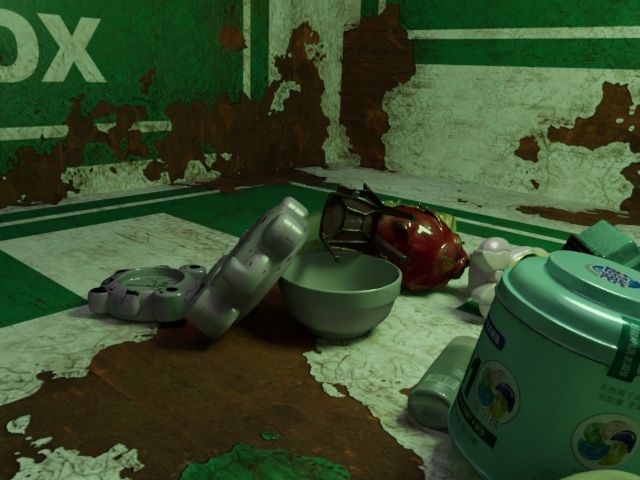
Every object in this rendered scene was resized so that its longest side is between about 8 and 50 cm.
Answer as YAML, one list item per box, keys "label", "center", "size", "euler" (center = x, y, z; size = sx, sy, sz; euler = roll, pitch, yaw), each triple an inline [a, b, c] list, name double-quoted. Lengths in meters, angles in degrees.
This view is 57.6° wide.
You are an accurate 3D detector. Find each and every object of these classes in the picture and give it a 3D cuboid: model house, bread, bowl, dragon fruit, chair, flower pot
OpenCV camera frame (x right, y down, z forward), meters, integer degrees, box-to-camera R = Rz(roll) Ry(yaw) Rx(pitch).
- label: "model house"
  center: [0.695, 0.122, 1.466]
  size: [0.249, 0.230, 0.280]
  euler: [-37, 4, 16]
- label: "bread"
  center: [0.317, -0.017, 1.971]
  size: [0.266, 0.142, 0.178]
  euler: [15, 61, 32]
- label: "bowl"
  center: [0.042, 0.133, 1.366]
  size: [0.287, 0.143, 0.287]
  euler: [2, 17, -1]
- label: "dragon fruit"
  center: [0.246, 0.018, 1.617]
  size: [0.315, 0.250, 0.250]
  euler: [45, 23, 1]
- label: "chair"
  center: [0.083, -0.055, 1.459]
  size: [0.183, 0.175, 0.326]
  euler: [10, 10, -21]
- label: "flower pot"
  center: [0.000, 0.000, 1.778]
  size: [0.203, 0.212, 0.212]
  euler: [-13, 17, -1]

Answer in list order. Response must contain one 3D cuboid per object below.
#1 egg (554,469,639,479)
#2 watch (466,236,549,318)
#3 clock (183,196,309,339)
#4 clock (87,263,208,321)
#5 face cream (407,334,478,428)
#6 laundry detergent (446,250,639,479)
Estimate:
- label: "egg"
  center: [0.285, 0.351, 0.611]
  size: [0.286, 0.174, 0.264]
  euler: [-13, 18, -32]
- label: "watch"
  center: [0.465, 0.104, 1.512]
  size: [0.248, 0.210, 0.217]
  euler: [5, -3, -15]
- label: "clock"
  center: [-0.156, 0.051, 1.325]
  size: [0.113, 0.322, 0.295]
  euler: [40, 13, -10]
- label: "clock"
  center: [-0.419, 0.127, 1.433]
  size: [0.248, 0.090, 0.227]
  euler: [2, 16, 7]
- label: "face cream"
  center: [0.256, 0.257, 1.098]
  size: [0.107, 0.073, 0.269]
  euler: [17, 22, 26]
- label: "laundry detergent"
  center: [0.368, 0.188, 0.849]
  size: [0.287, 0.305, 0.287]
  euler: [13, 18, -4]
